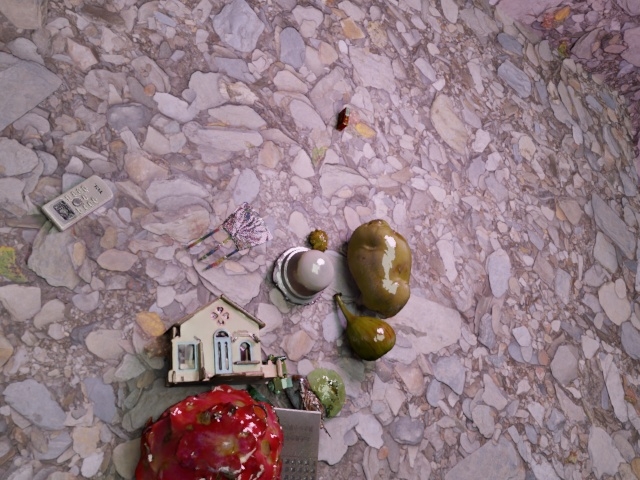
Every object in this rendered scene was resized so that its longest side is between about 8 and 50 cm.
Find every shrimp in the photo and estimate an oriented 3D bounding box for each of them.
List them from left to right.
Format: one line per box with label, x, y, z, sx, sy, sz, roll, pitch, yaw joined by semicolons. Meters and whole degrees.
shrimp;-0.029;0.508;1.798;0.233;0.079;0.090;57;15;-4

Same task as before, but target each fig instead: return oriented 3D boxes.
fig;0.134;0.275;1.957;0.151;0.151;0.259;-35;86;-37

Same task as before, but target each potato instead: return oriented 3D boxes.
potato;0.209;0.096;2.035;0.218;0.202;0.351;11;66;-28

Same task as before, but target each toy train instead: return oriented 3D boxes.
toy train;-0.130;0.398;1.772;0.050;0.081;0.122;-2;72;-40

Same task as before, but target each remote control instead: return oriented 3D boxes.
remote control;-0.675;-0.108;1.657;0.088;0.029;0.190;51;53;-6

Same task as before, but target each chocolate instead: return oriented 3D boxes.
chocolate;-0.038;0.098;1.913;0.221;0.147;0.222;10;67;-25

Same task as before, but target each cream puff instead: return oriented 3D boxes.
cream puff;0.000;0.000;2.030;0.083;0.058;0.083;28;56;-23

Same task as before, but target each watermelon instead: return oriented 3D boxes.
watermelon;-0.169;0.494;1.732;0.101;0.080;0.155;-39;97;-2

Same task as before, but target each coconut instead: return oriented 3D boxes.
coconut;0.028;0.465;1.862;0.158;0.055;0.133;47;55;-9

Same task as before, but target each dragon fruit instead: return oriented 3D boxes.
dragon fruit;-0.275;0.541;1.476;0.386;0.249;0.371;21;68;-1

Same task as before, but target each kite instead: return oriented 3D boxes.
kite;-0.286;-0.010;1.880;0.285;0.015;0.152;-35;89;-40

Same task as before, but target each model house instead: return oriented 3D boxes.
model house;-0.277;0.282;1.669;0.325;0.169;0.245;5;64;-28

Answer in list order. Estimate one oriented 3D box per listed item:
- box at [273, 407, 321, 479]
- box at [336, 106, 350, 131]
box;-0.093;0.635;1.636;0.180;0.047;0.325;14;69;-28
box;0.088;-0.467;2.281;0.023;0.051;0.082;21;60;-23
